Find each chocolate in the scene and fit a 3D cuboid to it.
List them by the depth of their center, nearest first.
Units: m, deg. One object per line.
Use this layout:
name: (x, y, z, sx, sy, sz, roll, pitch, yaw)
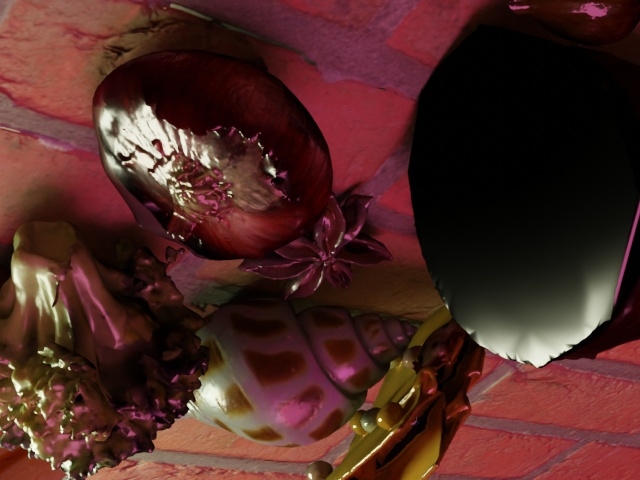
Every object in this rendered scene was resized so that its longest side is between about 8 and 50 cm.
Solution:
chocolate: (0.333, -0.052, 1.287, 0.331, 0.383, 0.383, -8, 147, -28)

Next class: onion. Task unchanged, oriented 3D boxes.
onion: (-0.102, -0.105, 1.189, 0.272, 0.195, 0.272, 23, 147, 16)

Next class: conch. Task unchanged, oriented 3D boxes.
conch: (-0.054, 0.177, 1.568, 0.368, 0.197, 0.249, 5, -174, 8)

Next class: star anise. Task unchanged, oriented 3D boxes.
star anise: (-0.014, 0.008, 1.470, 0.197, 0.073, 0.212, -19, 144, 2)

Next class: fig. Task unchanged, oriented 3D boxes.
fig: (0.264, -0.251, 1.173, 0.155, 0.103, 0.109, -16, 125, -13)

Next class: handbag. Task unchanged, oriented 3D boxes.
handbag: (0.140, 0.223, 1.610, 0.133, 0.401, 0.283, 38, 131, 0)

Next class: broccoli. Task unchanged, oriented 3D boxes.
broccoli: (-0.299, 0.095, 1.355, 0.293, 0.348, 0.281, -46, 154, -37)

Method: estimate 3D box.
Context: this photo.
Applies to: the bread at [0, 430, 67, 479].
bread: (-0.475, 0.226, 1.655, 0.405, 0.242, 0.346, -35, 155, -34)
